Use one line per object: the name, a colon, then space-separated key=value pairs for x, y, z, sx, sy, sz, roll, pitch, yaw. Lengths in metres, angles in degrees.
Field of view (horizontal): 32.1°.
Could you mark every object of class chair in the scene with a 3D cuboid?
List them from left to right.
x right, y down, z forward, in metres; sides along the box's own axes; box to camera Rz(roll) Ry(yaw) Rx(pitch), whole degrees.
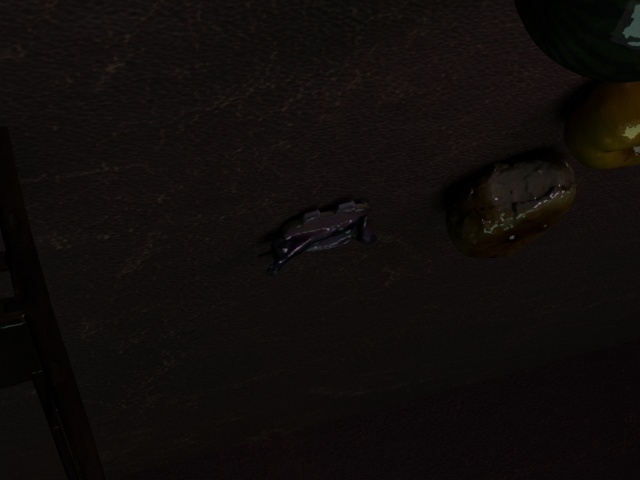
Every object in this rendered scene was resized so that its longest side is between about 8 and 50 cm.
chair: x=-0.372 y=0.130 z=1.096 sx=0.241 sy=0.416 sz=0.203 roll=-13 pitch=159 yaw=-19

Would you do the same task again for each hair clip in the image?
hair clip: x=-0.004 y=-0.007 z=1.635 sx=0.187 sy=0.056 sz=0.146 roll=-25 pitch=160 yaw=-12

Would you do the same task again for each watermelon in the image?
watermelon: x=0.281 y=-0.248 z=1.031 sx=0.212 sy=0.212 sz=0.212 roll=-17 pitch=160 yaw=-7

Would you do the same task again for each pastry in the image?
pastry: x=0.291 y=-0.050 z=1.710 sx=0.229 sy=0.100 sz=0.218 roll=-4 pitch=155 yaw=-39

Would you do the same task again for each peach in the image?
peach: x=0.423 y=-0.166 z=1.528 sx=0.179 sy=0.103 sz=0.179 roll=-13 pitch=161 yaw=-5
